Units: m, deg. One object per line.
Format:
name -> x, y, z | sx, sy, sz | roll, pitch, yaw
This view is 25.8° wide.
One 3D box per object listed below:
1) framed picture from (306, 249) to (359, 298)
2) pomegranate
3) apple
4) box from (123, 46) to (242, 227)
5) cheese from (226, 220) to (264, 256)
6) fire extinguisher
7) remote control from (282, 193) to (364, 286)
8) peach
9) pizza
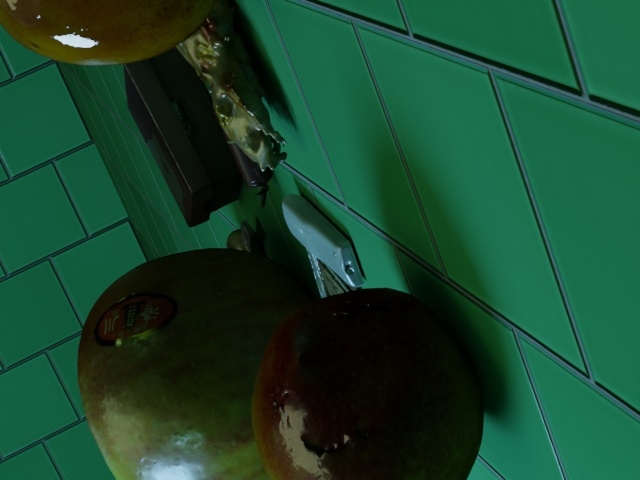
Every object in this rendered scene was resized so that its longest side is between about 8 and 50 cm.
framed picture -> 0.058, 0.129, 1.631 | 0.274, 0.017, 0.217 | 50, 163, 49
pomegranate -> -0.216, -0.289, 1.320 | 0.264, 0.264, 0.264 | 59, 168, 21
apple -> -0.137, 0.199, 1.876 | 0.400, 0.334, 0.400 | -18, -90, -87
box -> -0.193, -0.148, 1.963 | 0.215, 0.086, 0.215 | 62, 168, 8
cheese -> -0.107, 0.012, 2.064 | 0.097, 0.037, 0.192 | 59, 167, 15
fire extinguisher -> -0.091, -0.108, 1.709 | 0.056, 0.039, 0.132 | -66, -43, -61
remote control -> 0.000, 0.000, 1.567 | 0.162, 0.029, 0.061 | 44, 159, 58
peach -> 0.043, 0.156, 1.284 | 0.231, 0.231, 0.231 | 59, 168, 21
pizza -> -0.117, -0.204, 1.532 | 0.297, 0.071, 0.189 | 62, 168, 4
